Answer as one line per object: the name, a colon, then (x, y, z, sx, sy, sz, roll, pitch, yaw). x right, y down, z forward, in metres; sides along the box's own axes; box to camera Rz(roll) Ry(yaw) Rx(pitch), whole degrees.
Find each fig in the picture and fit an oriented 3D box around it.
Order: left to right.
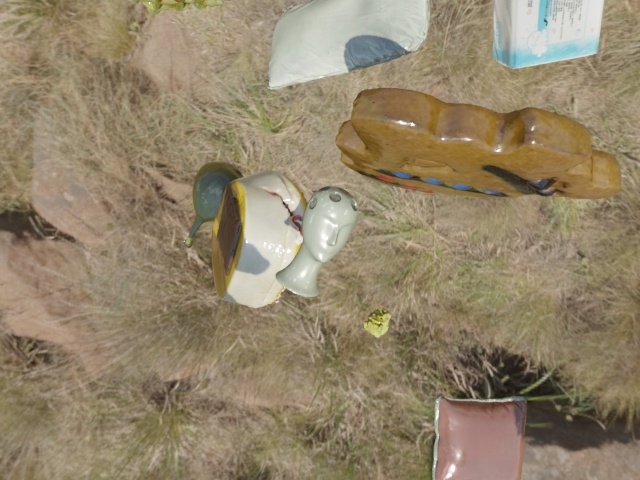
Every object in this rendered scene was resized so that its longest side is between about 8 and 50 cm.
fig: (-0.312, -0.097, 1.379, 0.259, 0.151, 0.151, -44, 95, 8)

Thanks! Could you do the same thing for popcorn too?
popcorn: (0.146, 0.204, 1.293, 0.059, 0.068, 0.083, 45, 120, 28)

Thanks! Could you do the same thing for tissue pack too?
tissue pack: (0.451, -0.498, 1.018, 0.202, 0.124, 0.270, -14, 123, -7)

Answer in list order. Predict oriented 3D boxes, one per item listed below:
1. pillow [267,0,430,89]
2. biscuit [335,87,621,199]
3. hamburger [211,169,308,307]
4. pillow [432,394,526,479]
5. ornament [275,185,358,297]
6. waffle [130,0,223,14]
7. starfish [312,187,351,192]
pillow: (0.027, -0.262, 0.630, 0.229, 0.051, 0.128, -2, 71, 35)
biscuit: (0.128, -0.074, 0.511, 0.279, 0.301, 0.043, 10, 88, -17)
hamburger: (-0.119, 0.002, 0.996, 0.152, 0.227, 0.295, -4, 149, -25)
pillow: (0.293, 0.372, 0.958, 0.179, 0.075, 0.171, 3, 90, -10)
ornament: (0.000, 0.000, 0.713, 0.075, 0.081, 0.156, 19, 110, -25)
waffle: (-0.202, -0.357, 0.653, 0.208, 0.214, 0.054, -6, 84, 23)
starfish: (0.014, -0.097, 1.025, 0.092, 0.086, 0.016, 4, 95, 40)
